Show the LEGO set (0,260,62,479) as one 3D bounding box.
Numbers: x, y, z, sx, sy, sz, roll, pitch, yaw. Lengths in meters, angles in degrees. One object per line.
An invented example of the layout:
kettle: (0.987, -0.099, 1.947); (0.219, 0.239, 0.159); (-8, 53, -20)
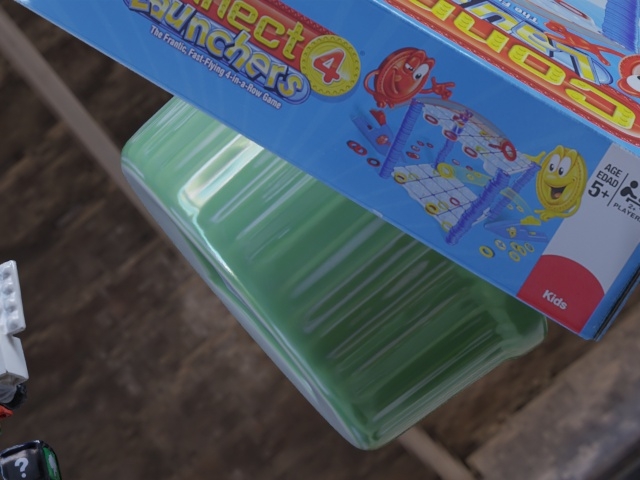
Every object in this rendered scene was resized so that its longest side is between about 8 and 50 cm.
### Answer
LEGO set: (-0.213, 0.083, 0.674); (0.244, 0.060, 0.182); (-6, -25, -24)

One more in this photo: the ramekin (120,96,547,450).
ramekin: (0.000, 0.000, 1.182); (0.148, 0.303, 0.303); (-40, 18, -6)

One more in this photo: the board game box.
board game box: (0.046, -0.116, 0.865); (0.086, 0.308, 0.302); (-61, -4, 26)
